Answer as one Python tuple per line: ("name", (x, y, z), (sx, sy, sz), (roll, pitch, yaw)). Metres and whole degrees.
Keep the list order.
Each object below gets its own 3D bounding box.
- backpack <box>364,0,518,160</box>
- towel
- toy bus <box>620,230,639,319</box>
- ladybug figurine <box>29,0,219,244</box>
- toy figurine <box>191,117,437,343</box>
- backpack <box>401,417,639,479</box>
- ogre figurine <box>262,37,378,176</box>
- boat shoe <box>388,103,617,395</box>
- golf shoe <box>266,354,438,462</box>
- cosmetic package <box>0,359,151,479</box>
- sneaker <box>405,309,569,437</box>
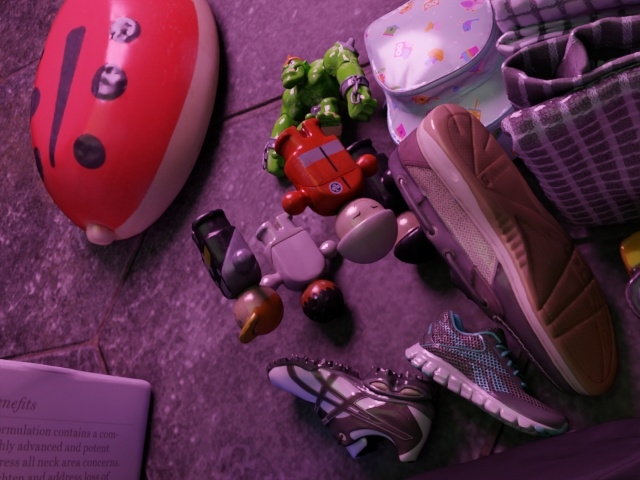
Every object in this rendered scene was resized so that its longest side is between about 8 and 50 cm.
("backpack", (0.138, -0.163, 0.672), (0.165, 0.144, 0.189), (-23, 64, 21))
("towel", (0.273, -0.088, 0.475), (0.234, 0.283, 0.122), (1, 76, 34))
("toy bus", (0.343, 0.131, 0.463), (0.130, 0.108, 0.333), (-29, 61, 21))
("ladybug figurine", (-0.300, -0.217, 0.956), (0.304, 0.162, 0.450), (-9, 70, 30))
("toy figurine", (0.000, 0.000, 0.668), (0.209, 0.213, 0.148), (-40, 73, 19))
("backpack", (0.178, 0.339, 0.435), (0.290, 0.273, 0.356), (-21, 82, 21))
("ogre figurine", (-0.005, -0.161, 0.792), (0.197, 0.096, 0.118), (126, 150, -62))
("boat shoe", (0.162, 0.015, 0.595), (0.285, 0.102, 0.092), (56, 139, 1))
("golf shoe", (0.020, 0.172, 0.675), (0.198, 0.077, 0.094), (3, 76, 34))
("cosmetic package", (-0.444, 0.342, 0.756), (0.327, 0.329, 0.394), (-7, 69, 31))
("sneaker", (0.160, 0.120, 0.614), (0.166, 0.065, 0.076), (29, 86, 34))
